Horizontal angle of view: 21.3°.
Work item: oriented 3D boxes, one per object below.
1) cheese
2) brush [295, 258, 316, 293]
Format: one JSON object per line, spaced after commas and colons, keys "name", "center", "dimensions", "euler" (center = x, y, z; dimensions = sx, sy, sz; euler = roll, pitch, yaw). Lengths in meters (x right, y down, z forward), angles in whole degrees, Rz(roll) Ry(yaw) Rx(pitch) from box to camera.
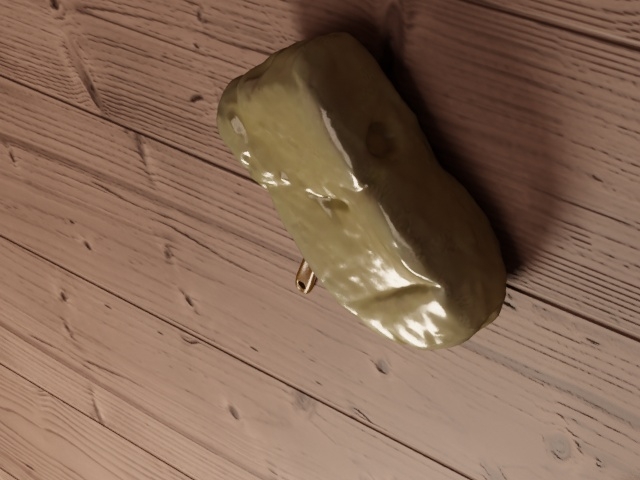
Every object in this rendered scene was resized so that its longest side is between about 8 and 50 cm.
{"name": "cheese", "center": [0.038, -0.034, 1.303], "dimensions": [0.263, 0.093, 0.159], "euler": [57, 152, -9]}
{"name": "brush", "center": [0.000, 0.000, 1.464], "dimensions": [0.043, 0.014, 0.170], "euler": [42, 149, 14]}
